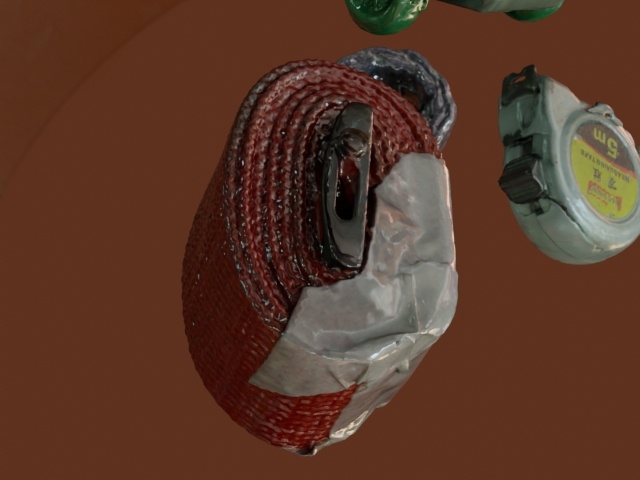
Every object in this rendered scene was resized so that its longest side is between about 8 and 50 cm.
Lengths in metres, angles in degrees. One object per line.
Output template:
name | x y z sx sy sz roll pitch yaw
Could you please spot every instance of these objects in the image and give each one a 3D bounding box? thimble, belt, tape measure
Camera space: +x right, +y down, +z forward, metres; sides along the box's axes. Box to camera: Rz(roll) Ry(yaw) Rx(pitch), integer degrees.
thimble | 0.065 -0.125 1.384 0.150 0.098 0.150 1 70 -3
belt | 0.000 0.000 0.696 0.128 0.124 0.200 10 53 -14
tape measure | 0.287 -0.029 1.209 0.330 0.084 0.164 26 65 -33

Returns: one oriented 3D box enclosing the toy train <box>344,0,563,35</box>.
toy train | 0.033 -0.158 0.517 0.091 0.228 0.136 -11 114 -34
